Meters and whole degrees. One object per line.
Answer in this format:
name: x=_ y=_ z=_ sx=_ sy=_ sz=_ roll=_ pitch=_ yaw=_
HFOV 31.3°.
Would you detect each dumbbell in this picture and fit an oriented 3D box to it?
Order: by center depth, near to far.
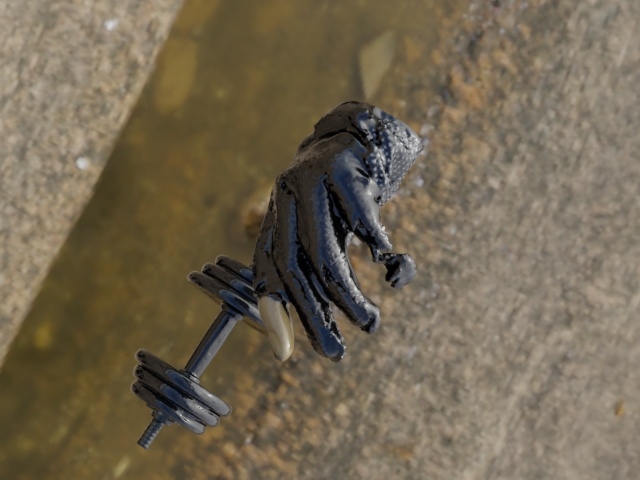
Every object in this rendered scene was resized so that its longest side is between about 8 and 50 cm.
dumbbell: x=-0.094 y=0.088 z=0.980 sx=0.208 sy=0.099 sz=0.099 roll=-56 pitch=144 yaw=-10

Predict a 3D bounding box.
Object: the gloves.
gloves: x=-0.001 y=-0.001 z=0.830 sx=0.106 sy=0.129 sz=0.181 roll=40 pitch=70 yaw=-31
